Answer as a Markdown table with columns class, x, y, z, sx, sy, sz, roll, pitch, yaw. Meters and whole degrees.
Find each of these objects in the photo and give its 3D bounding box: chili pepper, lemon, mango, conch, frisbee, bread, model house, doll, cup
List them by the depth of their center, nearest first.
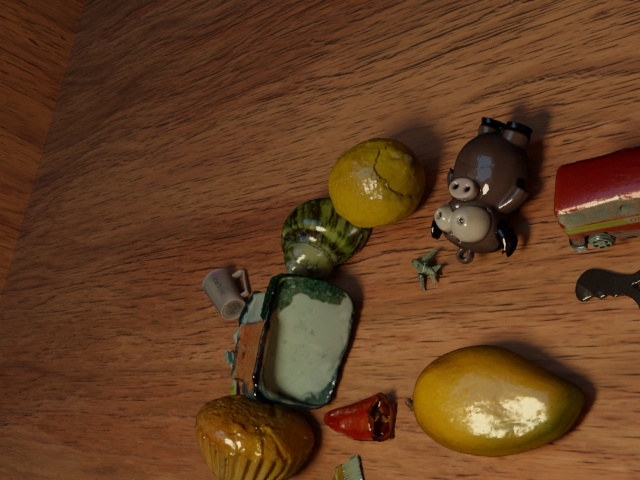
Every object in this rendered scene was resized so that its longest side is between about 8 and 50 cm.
| class | x | y | z | sx | sy | sz | roll | pitch | yaw |
| --- | --- | --- | --- | --- | --- | --- | --- | --- | --- |
| frisbee | 0.479 | 0.083 | 1.436 | 0.211 | 0.012 | 0.187 | -32 | 49 | 37 |
| mango | 0.266 | 0.253 | 1.525 | 0.317 | 0.119 | 0.176 | -1 | 68 | 41 |
| doll | 0.286 | -0.084 | 1.675 | 0.182 | 0.117 | 0.257 | 18 | 83 | 48 |
| chili pepper | 0.060 | 0.328 | 1.776 | 0.169 | 0.065 | 0.088 | -15 | 59 | 50 |
| bread | -0.132 | 0.381 | 1.843 | 0.240 | 0.240 | 0.139 | 30 | 105 | 53 |
| lemon | 0.106 | -0.109 | 1.858 | 0.193 | 0.180 | 0.181 | -8 | 62 | 21 |
| model house | -0.085 | 0.199 | 1.957 | 0.291 | 0.184 | 0.253 | -5 | 73 | 64 |
| conch | -0.002 | 0.000 | 1.977 | 0.187 | 0.124 | 0.181 | 2 | 75 | 43 |
| cup | -0.207 | 0.115 | 2.218 | 0.104 | 0.074 | 0.116 | -33 | 44 | -4 |

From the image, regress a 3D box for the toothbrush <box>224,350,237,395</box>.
| class | x | y | z | sx | sy | sz | roll | pitch | yaw |
| --- | --- | --- | --- | --- | --- | --- | --- | --- | --- |
| toothbrush | -0.183 | 0.354 | 2.088 | 0.022 | 0.026 | 0.263 | -38 | 48 | 33 |

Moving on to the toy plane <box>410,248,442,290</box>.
| class | x | y | z | sx | sy | sz | roll | pitch | yaw |
| --- | --- | --- | --- | --- | --- | --- | --- | --- | --- |
| toy plane | 0.191 | 0.050 | 1.786 | 0.083 | 0.033 | 0.080 | 30 | 109 | 53 |

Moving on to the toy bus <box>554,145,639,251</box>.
| class | x | y | z | sx | sy | sz | roll | pitch | yaw |
| --- | --- | --- | --- | --- | --- | --- | --- | --- | --- |
| toy bus | 0.474 | -0.074 | 1.416 | 0.265 | 0.120 | 0.121 | -12 | 54 | 37 |

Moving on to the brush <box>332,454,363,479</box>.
| class | x | y | z | sx | sy | sz | roll | pitch | yaw |
| --- | --- | --- | --- | --- | --- | --- | --- | --- | --- |
| brush | 0.004 | 0.478 | 1.801 | 0.218 | 0.010 | 0.082 | -38 | 45 | 33 |
